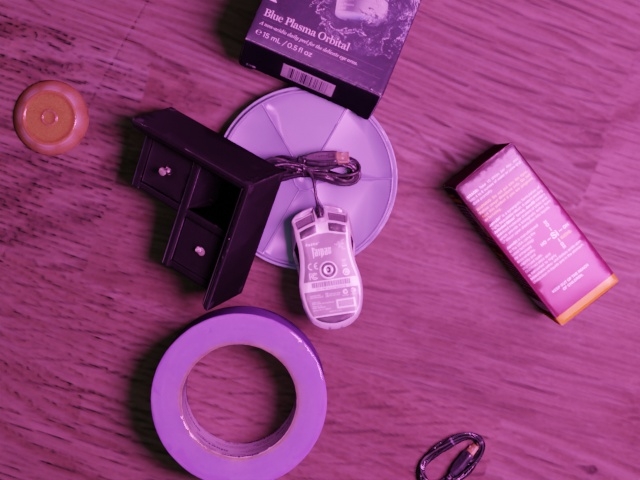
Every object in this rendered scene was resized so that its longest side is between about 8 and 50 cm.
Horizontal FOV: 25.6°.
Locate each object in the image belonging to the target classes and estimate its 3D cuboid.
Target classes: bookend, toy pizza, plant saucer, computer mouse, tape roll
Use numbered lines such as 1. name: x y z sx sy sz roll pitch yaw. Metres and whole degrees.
1. bookend: -0.140 -0.036 1.507 0.157 0.072 0.156 31 118 19
2. toy pizza: -0.016 -0.068 1.545 0.201 0.032 0.201 0 95 -1
3. plant saucer: -0.297 -0.135 1.542 0.083 0.015 0.083 0 93 -1
4. computer mouse: 0.000 0.000 1.515 0.106 0.042 0.193 -7 90 -5
5. computer mouse: 0.107 0.316 1.569 0.071 0.041 0.242 32 92 -2
6. tape roll: -0.088 0.168 1.535 0.189 0.080 0.189 0 94 -2

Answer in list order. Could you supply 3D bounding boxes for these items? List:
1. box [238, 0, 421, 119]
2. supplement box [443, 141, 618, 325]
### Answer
1. box: 0.016 -0.237 1.488 0.156 0.093 0.158 23 78 -2
2. supplement box: 0.225 -0.009 1.517 0.081 0.104 0.188 -38 94 1
